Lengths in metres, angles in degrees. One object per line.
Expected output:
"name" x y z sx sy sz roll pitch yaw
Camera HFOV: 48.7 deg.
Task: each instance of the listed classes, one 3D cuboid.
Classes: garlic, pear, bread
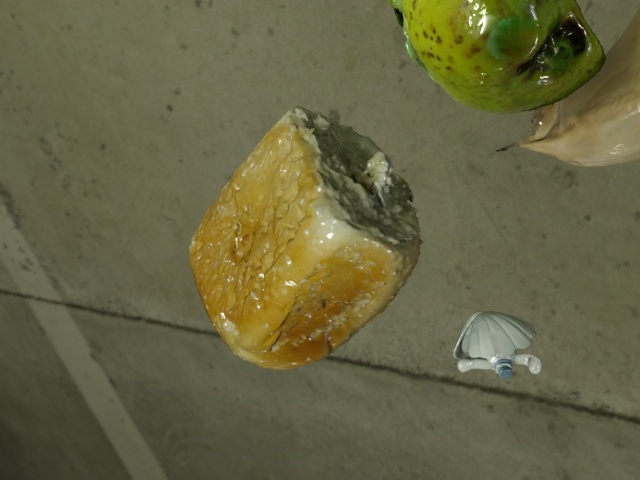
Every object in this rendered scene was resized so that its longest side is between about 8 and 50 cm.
"garlic" 0.378 -0.182 0.827 0.151 0.196 0.338 23 114 -34
"pear" 0.183 -0.208 0.726 0.164 0.255 0.238 -35 114 20
"bread" 0.000 0.000 0.719 0.246 0.176 0.195 -49 47 31

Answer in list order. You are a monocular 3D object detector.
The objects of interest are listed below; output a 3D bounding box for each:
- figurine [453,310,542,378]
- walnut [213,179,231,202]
"figurine" 0.197 0.123 0.802 0.086 0.094 0.082 47 155 55
"walnut" -0.109 -0.024 1.239 0.193 0.193 0.225 36 99 7
